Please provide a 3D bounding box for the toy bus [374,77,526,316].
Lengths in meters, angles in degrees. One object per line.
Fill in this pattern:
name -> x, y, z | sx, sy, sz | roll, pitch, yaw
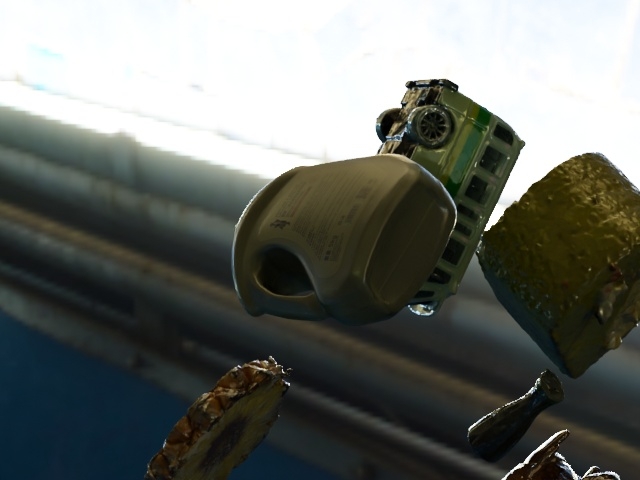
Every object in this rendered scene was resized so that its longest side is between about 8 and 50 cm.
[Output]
toy bus -> 0.123, -0.044, 1.943 | 0.165, 0.276, 0.133 | 27, 175, -19

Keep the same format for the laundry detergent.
laundry detergent -> 0.000, 0.000, 1.532 | 0.253, 0.091, 0.181 | 3, -124, 50

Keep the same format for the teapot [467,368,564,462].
teapot -> 0.190, 0.168, 1.543 | 0.043, 0.110, 0.043 | 25, -141, -22

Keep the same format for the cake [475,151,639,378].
cake -> 0.276, 0.027, 1.669 | 0.156, 0.179, 0.260 | 51, 180, 23

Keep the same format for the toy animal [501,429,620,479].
toy animal -> 0.223, 0.237, 1.522 | 0.179, 0.089, 0.188 | -36, -173, 34

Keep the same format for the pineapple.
pineapple -> -0.112, 0.201, 1.644 | 0.047, 0.221, 0.221 | 39, -151, 16
